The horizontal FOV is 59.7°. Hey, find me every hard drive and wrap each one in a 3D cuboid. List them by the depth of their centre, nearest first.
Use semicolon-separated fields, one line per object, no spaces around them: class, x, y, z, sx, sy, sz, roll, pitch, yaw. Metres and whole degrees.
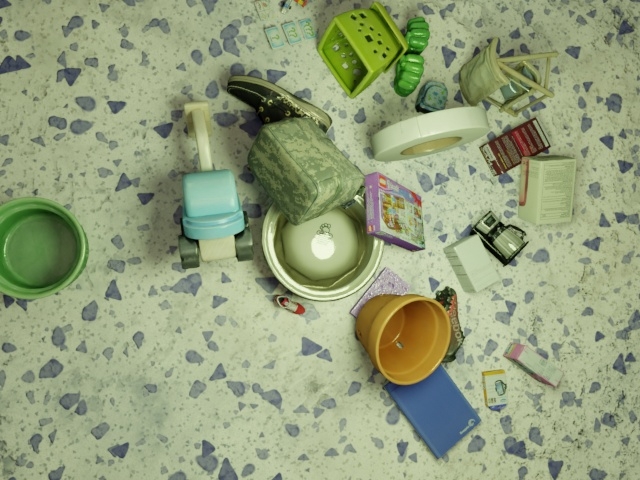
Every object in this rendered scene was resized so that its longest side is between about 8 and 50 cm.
hard drive;0.391;0.567;1.948;0.210;0.040;0.318;-37;92;-11

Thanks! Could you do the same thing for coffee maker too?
coffee maker;0.627;0.000;1.995;0.120;0.171;0.178;-33;70;-33

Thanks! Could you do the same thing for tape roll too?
tape roll;0.358;-0.345;1.841;0.392;0.392;0.072;-12;88;-11

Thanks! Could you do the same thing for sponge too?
sponge;0.209;0.207;1.949;0.117;0.031;0.210;41;79;-5

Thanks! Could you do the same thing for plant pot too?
plant pot;0.252;0.298;1.833;0.291;0.203;0.291;-7;105;-26
plant pot;0.153;-0.664;1.917;0.207;0.228;0.227;-35;92;-17

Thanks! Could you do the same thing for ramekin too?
ramekin;-0.863;0.027;1.704;0.303;0.148;0.303;1;86;-10

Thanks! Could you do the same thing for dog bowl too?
dog bowl;0.000;0.000;1.868;0.408;0.150;0.408;1;85;-10

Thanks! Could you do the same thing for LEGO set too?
LEGO set;-0.126;-0.812;1.959;0.182;0.060;0.244;-21;89;-15

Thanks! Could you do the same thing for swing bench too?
swing bench;0.656;-0.572;1.983;0.255;0.253;0.165;9;84;-9

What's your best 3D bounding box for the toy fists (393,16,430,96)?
toy fists;0.324;-0.656;1.984;0.096;0.142;0.279;14;83;-10

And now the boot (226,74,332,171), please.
boot;-0.176;-0.364;1.876;0.377;0.138;0.284;24;82;-13

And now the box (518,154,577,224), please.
box;0.816;-0.185;2.011;0.149;0.127;0.232;-5;106;-13

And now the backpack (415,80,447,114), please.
backpack;0.410;-0.517;2.019;0.105;0.084;0.114;17;80;-11

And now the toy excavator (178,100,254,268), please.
toy excavator;-0.351;-0.190;1.762;0.222;0.433;0.445;-6;115;-11

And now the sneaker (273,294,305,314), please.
sneaker;-0.101;0.217;1.872;0.118;0.067;0.042;26;82;-8

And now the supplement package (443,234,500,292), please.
supplement package;0.535;0.083;1.982;0.105;0.105;0.179;-27;91;-11

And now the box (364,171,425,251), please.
box;0.252;-0.089;1.862;0.293;0.057;0.201;20;63;-49

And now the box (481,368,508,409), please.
box;0.628;0.536;2.003;0.081;0.028;0.136;-4;89;-11

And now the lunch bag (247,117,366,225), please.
lunch bag;-0.032;-0.223;1.701;0.256;0.212;0.305;-28;71;-38

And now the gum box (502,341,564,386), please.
gum box;0.764;0.445;1.994;0.188;0.107;0.062;36;80;-6

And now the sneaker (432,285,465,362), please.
sneaker;0.445;0.303;1.955;0.135;0.098;0.276;27;66;-29

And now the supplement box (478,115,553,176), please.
supplement box;0.726;-0.349;2.070;0.239;0.073;0.130;-28;91;-12
